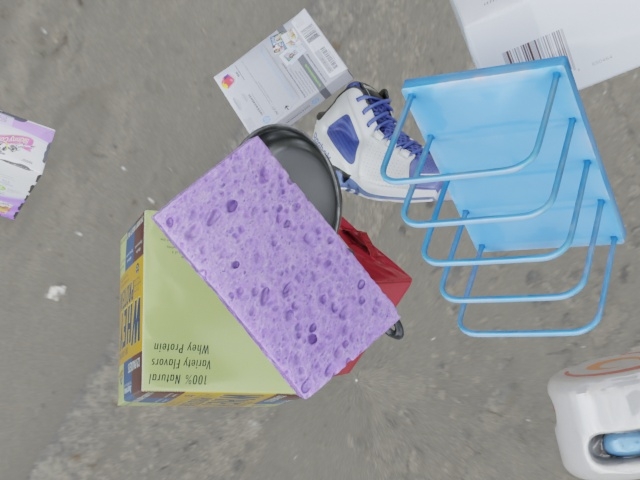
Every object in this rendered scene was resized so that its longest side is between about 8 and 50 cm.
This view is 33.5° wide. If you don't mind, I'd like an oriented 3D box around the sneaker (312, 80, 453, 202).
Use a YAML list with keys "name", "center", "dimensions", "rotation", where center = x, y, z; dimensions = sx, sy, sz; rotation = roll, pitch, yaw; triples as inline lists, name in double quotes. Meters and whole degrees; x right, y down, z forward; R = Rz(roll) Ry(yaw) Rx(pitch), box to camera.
- name: "sneaker"
  center: [0.093, -0.164, 1.739]
  dimensions: [0.315, 0.127, 0.182]
  rotation: [14, 102, 39]

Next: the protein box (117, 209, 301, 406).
- name: "protein box"
  center: [-0.124, 0.086, 1.234]
  dimensions: [0.199, 0.136, 0.201]
  rotation: [4, 74, -21]

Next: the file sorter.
- name: "file sorter"
  center: [0.128, -0.023, 0.742]
  dimensions: [0.118, 0.170, 0.105]
  rotation: [-4, 46, 31]

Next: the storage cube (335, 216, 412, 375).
- name: "storage cube"
  center: [-0.020, 0.075, 1.544]
  dimensions: [0.183, 0.193, 0.215]
  rotation: [42, 111, 25]

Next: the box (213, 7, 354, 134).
- name: "box"
  center: [-0.060, -0.260, 1.697]
  dimensions: [0.186, 0.038, 0.145]
  rotation: [-36, 63, 6]

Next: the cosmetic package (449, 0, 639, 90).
- name: "cosmetic package"
  center: [0.281, -0.270, 0.866]
  dimensions: [0.377, 0.284, 0.097]
  rotation: [-21, 123, 11]

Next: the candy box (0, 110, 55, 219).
- name: "candy box"
  center: [-0.462, -0.112, 1.425]
  dimensions: [0.164, 0.196, 0.070]
  rotation: [20, 65, -20]

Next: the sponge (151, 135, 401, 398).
- name: "sponge"
  center: [-0.037, 0.024, 0.935]
  dimensions: [0.117, 0.031, 0.210]
  rotation: [-41, 99, -15]

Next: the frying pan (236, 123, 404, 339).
- name: "frying pan"
  center: [0.003, -0.029, 1.302]
  dimensions: [0.326, 0.053, 0.197]
  rotation: [23, 111, 37]

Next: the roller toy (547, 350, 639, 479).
- name: "roller toy"
  center: [0.398, 0.231, 1.380]
  dimensions: [0.191, 0.209, 0.146]
  rotation: [-12, 90, -23]
